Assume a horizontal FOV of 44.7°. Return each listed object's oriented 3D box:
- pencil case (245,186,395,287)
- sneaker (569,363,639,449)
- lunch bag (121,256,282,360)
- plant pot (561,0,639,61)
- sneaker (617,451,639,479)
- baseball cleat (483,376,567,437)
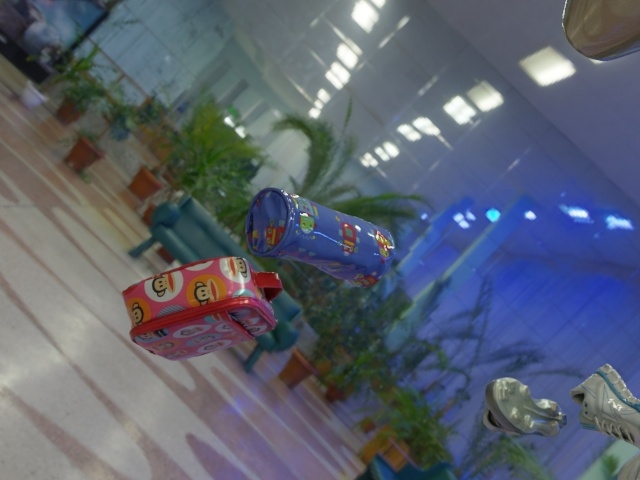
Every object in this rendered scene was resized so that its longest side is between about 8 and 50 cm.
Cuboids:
[{"bbox_3d":[0.000,0.000,1.376,0.133,0.119,0.306,-9,-19,40],"label":"pencil case"},{"bbox_3d":[0.397,0.244,1.046,0.071,0.083,0.190,63,2,-19],"label":"sneaker"},{"bbox_3d":[-0.190,0.118,1.383,0.293,0.258,0.120,68,5,-73],"label":"lunch bag"},{"bbox_3d":[0.507,-0.409,1.232,0.256,0.256,0.274,45,-23,6],"label":"plant pot"},{"bbox_3d":[0.641,0.366,1.226,0.150,0.366,0.135,78,4,-71],"label":"sneaker"},{"bbox_3d":[0.259,0.241,1.078,0.109,0.072,0.206,-15,-33,37],"label":"baseball cleat"}]
